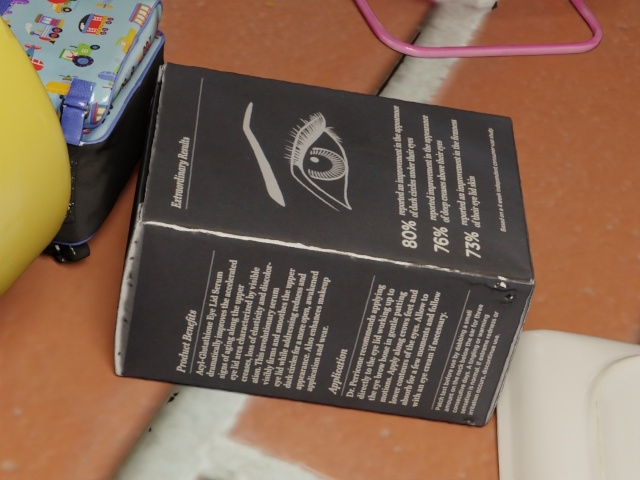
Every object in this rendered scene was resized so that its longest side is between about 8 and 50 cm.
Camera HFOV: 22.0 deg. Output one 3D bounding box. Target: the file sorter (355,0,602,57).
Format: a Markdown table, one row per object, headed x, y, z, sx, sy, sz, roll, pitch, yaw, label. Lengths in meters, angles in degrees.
| x | y | z | sx | sy | sz | roll | pitch | yaw | label |
| --- | --- | --- | --- | --- | --- | --- | --- | --- | --- |
| 0.135 | -0.294 | 1.166 | 0.202 | 0.290 | 0.182 | -5 | 44 | -23 | file sorter |

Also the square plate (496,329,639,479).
| x | y | z | sx | sy | sz | roll | pitch | yaw | label |
| --- | --- | --- | --- | --- | --- | --- | --- | --- | --- |
| 0.257 | 0.175 | 0.798 | 0.344 | 0.049 | 0.347 | 11 | 37 | -3 | square plate |

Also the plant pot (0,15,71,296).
| x | y | z | sx | sy | sz | roll | pitch | yaw | label |
| --- | --- | --- | --- | --- | --- | --- | --- | --- | --- |
| -0.280 | -0.009 | 0.731 | 0.254 | 0.254 | 0.239 | 26 | 55 | 16 | plant pot |

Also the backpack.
| x | y | z | sx | sy | sz | roll | pitch | yaw | label |
| --- | --- | --- | --- | --- | --- | --- | --- | --- | --- |
| -0.188 | -0.085 | 0.941 | 0.173 | 0.117 | 0.158 | 15 | 36 | 6 | backpack |

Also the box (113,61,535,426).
| x | y | z | sx | sy | sz | roll | pitch | yaw | label |
| --- | --- | --- | --- | --- | --- | --- | --- | --- | --- |
| 0.000 | 0.000 | 0.893 | 0.207 | 0.108 | 0.153 | 9 | 38 | -5 | box |
